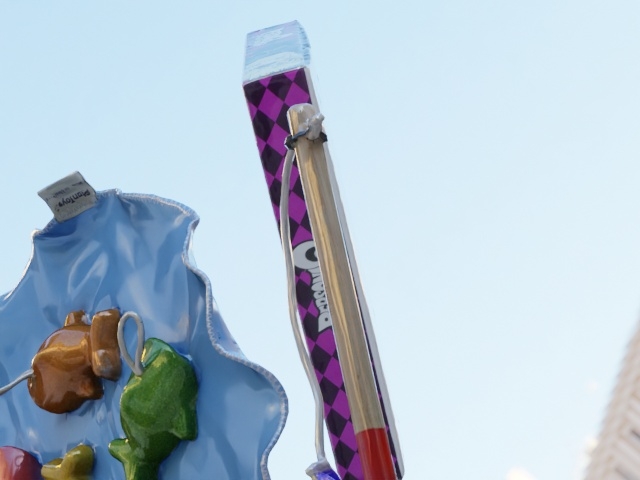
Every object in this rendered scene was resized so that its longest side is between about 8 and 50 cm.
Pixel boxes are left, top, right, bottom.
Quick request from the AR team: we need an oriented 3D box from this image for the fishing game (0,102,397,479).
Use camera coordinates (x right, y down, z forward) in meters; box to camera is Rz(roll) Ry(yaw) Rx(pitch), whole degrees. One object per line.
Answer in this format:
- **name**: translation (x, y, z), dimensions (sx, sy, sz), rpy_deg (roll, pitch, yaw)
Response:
- **fishing game**: translation (-0.073, 0.073, 0.539), dimensions (0.041, 0.189, 0.264), rpy_deg (8, -29, -37)

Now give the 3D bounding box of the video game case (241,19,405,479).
- **video game case**: translation (0.000, 0.000, 1.062), dimensions (0.042, 0.232, 0.210), rpy_deg (-13, 14, 2)
